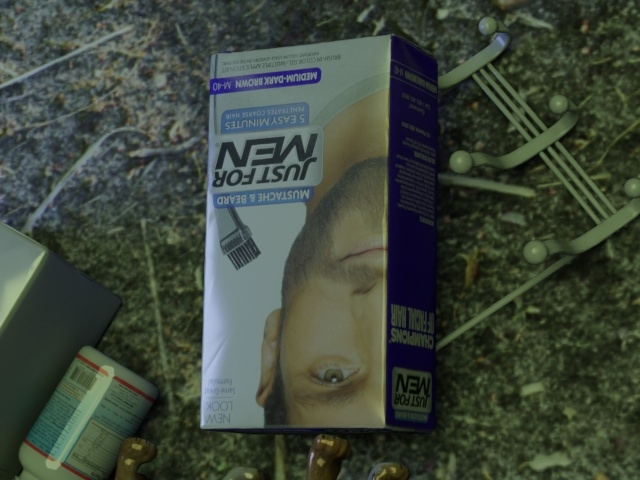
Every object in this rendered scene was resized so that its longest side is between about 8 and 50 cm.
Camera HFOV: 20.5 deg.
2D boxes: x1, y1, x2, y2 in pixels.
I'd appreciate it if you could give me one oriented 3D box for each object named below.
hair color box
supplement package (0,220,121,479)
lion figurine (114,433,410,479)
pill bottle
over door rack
[{"bbox_3d":[0.000,0.000,1.552,0.185,0.110,0.339,-4,82,27],"label":"hair color box"},{"bbox_3d":[-0.357,0.120,1.664,0.175,0.177,0.293,28,82,24],"label":"supplement package"},{"bbox_3d":[-0.058,0.294,1.498,0.392,0.142,0.240,-10,59,44],"label":"lion figurine"},{"bbox_3d":[-0.226,0.185,1.652,0.087,0.087,0.160,29,83,23],"label":"pill bottle"},{"bbox_3d":[0.103,-0.029,1.609,0.324,0.108,0.239,-38,65,3],"label":"over door rack"}]
